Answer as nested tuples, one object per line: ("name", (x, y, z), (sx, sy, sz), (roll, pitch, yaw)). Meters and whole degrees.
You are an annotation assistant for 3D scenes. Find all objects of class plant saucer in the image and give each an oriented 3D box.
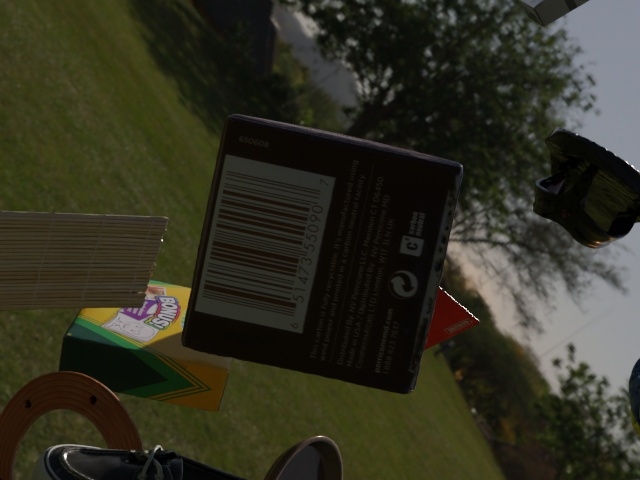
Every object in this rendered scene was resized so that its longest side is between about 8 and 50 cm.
("plant saucer", (-0.047, 0.497, 1.641), (0.041, 0.278, 0.278), (13, -21, 32))

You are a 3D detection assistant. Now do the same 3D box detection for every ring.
("ring", (-0.391, 0.370, 1.353), (0.336, 0.336, 0.032), (56, 20, 21))

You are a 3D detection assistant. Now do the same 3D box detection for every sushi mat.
("sushi mat", (-0.357, 0.029, 1.132), (0.316, 0.151, 0.019), (1, 30, -34))

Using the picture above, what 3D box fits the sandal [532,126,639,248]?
("sandal", (0.368, -0.043, 1.214), (0.167, 0.107, 0.446), (35, 2, 16))

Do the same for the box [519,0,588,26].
("box", (0.412, -0.406, 1.373), (0.038, 0.186, 0.145), (56, 14, -15))

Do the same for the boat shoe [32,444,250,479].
("boat shoe", (-0.156, 0.227, 0.828), (0.219, 0.070, 0.078), (22, 26, -23))

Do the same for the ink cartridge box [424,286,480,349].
("ink cartridge box", (0.099, 0.142, 1.546), (0.239, 0.275, 0.060), (41, 42, -17))

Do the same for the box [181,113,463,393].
("box", (0.000, 0.000, 0.686), (0.167, 0.168, 0.203), (11, 7, -1))

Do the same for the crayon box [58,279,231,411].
("crayon box", (-0.333, 0.195, 1.802), (0.313, 0.106, 0.363), (11, 18, -5))

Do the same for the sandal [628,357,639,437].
("sandal", (0.447, 0.221, 1.060), (0.317, 0.126, 0.138), (-80, 154, -64))
